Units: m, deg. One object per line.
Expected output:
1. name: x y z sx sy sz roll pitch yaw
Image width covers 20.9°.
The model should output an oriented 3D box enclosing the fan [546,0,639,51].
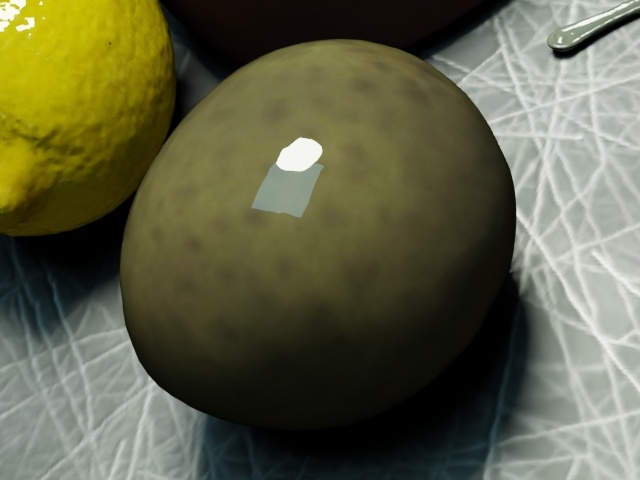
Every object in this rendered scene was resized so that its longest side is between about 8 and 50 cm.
1. fan: 0.233 -0.161 1.009 0.220 0.009 0.132 -26 48 6

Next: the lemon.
1. lemon: -0.177 -0.104 1.049 0.187 0.187 0.244 -10 51 19

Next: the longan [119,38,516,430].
1. longan: 0.000 0.000 0.893 0.220 0.196 0.196 -45 51 -14

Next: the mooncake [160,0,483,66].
1. mooncake: 0.000 -0.265 1.088 0.333 0.174 0.326 -1 56 26
